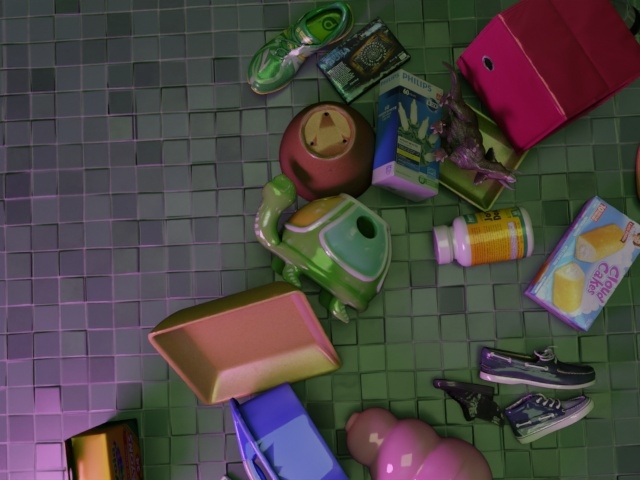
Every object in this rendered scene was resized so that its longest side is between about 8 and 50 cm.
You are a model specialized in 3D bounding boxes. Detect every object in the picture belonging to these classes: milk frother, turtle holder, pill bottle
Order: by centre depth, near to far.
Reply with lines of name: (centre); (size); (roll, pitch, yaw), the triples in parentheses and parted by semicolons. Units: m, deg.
turtle holder: (0.007, 0.006, 1.882); (0.320, 0.243, 0.227); (36, 88, 11)
pill bottle: (0.360, -0.005, 1.932); (0.208, 0.117, 0.118); (-9, 85, 1)
milk frother: (0.655, -0.467, 1.954); (0.129, 0.134, 0.143); (-18, 81, 31)

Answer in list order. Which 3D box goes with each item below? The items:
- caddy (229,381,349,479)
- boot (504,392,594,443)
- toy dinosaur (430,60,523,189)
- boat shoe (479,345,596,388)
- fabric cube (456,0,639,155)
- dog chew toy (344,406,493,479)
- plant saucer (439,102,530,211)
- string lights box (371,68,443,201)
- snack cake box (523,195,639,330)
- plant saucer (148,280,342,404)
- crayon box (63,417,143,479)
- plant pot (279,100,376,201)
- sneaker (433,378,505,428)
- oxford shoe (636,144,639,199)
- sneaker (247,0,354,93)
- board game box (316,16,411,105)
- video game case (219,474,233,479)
caddy: (-0.072, 0.463, 1.844); (0.179, 0.241, 0.341); (-32, 84, -6)
boot: (0.505, 0.371, 1.915); (0.190, 0.069, 0.086); (-27, 94, 0)
toy dinosaur: (0.311, -0.237, 1.909); (0.121, 0.160, 0.313); (-32, 72, 23)
boat shoe: (0.482, 0.276, 1.919); (0.254, 0.095, 0.079); (4, 96, 11)
fabric cube: (0.495, -0.380, 1.871); (0.259, 0.254, 0.258); (-31, 86, -16)
dog chew toy: (0.199, 0.480, 1.862); (0.332, 0.206, 0.207); (32, 87, 13)
plant saucer: (0.351, -0.188, 1.984); (0.188, 0.045, 0.188); (34, 87, 4)
string lights box: (0.194, -0.231, 1.917); (0.133, 0.076, 0.260); (18, 67, -32)
snack cake box: (0.595, 0.053, 1.934); (0.152, 0.089, 0.264); (34, 87, 5)
plant saucer: (-0.153, 0.209, 1.848); (0.332, 0.333, 0.081); (-17, 51, 7)
crayon box: (-0.446, 0.493, 1.811); (0.081, 0.318, 0.202); (-7, 85, 1)
plant pot: (0.019, -0.211, 1.893); (0.237, 0.254, 0.237); (0, 84, 1)
sneaker: (0.330, 0.362, 1.931); (0.170, 0.051, 0.089); (9, 83, -7)
oxford shoe: (0.807, -0.240, 1.931); (0.130, 0.133, 0.364); (20, 86, 3)
sneaker: (-0.054, -0.455, 1.981); (0.295, 0.123, 0.109); (-40, 85, -1)
board game box: (0.100, -0.419, 2.022); (0.186, 0.026, 0.126); (-36, 85, -1)
video game case: (-0.206, 0.653, 1.939); (0.173, 0.022, 0.190); (38, 88, 4)
